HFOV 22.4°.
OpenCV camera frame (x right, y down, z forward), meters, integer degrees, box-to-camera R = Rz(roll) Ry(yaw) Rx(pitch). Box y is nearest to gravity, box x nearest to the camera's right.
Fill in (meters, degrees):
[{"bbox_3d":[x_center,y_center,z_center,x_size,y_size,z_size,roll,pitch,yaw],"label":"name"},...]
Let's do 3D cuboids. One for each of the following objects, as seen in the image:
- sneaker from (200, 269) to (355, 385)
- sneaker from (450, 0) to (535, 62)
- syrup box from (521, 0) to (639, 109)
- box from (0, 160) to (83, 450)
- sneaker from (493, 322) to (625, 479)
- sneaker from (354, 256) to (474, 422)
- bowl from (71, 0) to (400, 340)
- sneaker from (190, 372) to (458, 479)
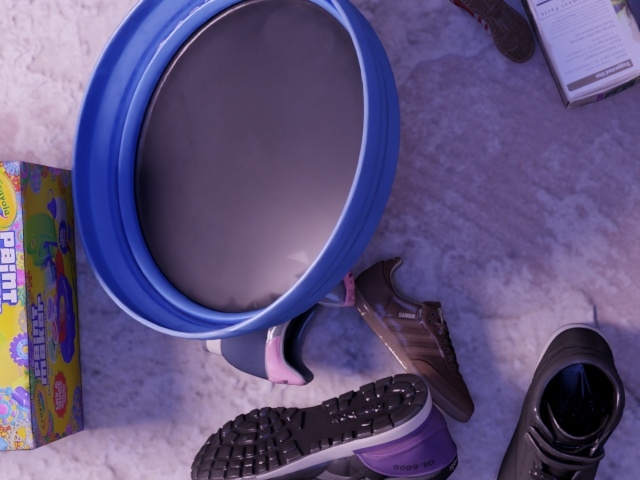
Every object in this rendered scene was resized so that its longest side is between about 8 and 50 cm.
[{"bbox_3d":[0.000,0.000,1.665,0.131,0.112,0.319,29,102,19],"label":"sneaker"},{"bbox_3d":[0.175,-0.237,1.683,0.042,0.067,0.118,-42,114,4],"label":"sneaker"},{"bbox_3d":[0.250,-0.259,1.641,0.096,0.093,0.236,-23,86,7],"label":"syrup box"},{"bbox_3d":[-0.410,0.072,1.695,0.279,0.177,0.290,-2,89,8],"label":"box"},{"bbox_3d":[0.230,0.231,1.615,0.105,0.147,0.295,13,93,6],"label":"sneaker"},{"bbox_3d":[0.108,0.101,1.674,0.071,0.066,0.188,-41,85,5],"label":"sneaker"},{"bbox_3d":[-0.088,-0.093,1.614,0.391,0.077,0.391,-8,76,37],"label":"bowl"},{"bbox_3d":[0.004,0.238,1.671,0.283,0.107,0.124,-15,121,24],"label":"sneaker"}]
